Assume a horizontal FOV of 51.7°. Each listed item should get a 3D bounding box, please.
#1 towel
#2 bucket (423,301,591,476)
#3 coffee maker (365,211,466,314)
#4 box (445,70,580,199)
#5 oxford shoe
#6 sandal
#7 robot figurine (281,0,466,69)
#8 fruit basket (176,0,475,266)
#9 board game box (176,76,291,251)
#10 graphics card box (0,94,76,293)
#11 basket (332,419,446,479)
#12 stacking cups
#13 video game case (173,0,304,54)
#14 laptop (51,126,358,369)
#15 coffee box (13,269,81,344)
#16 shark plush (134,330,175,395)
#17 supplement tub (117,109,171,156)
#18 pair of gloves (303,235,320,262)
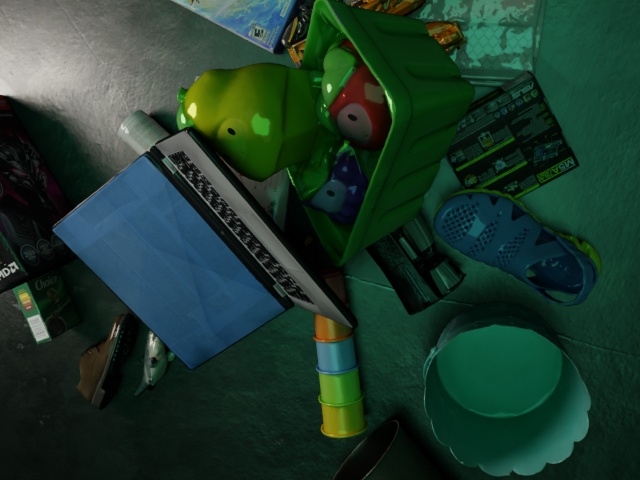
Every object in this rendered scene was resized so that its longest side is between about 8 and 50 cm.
[{"bbox_3d":[0.212,-0.423,1.113,0.331,0.053,0.317,4,103,10],"label":"towel"},{"bbox_3d":[0.318,0.250,1.168,0.281,0.183,0.281,2,102,12],"label":"bucket"},{"bbox_3d":[0.148,0.038,1.205,0.171,0.120,0.178,-31,94,41],"label":"coffee maker"},{"bbox_3d":[0.315,-0.160,1.130,0.190,0.045,0.184,-30,113,16],"label":"box"},{"bbox_3d":[-0.455,0.241,1.376,0.096,0.083,0.227,29,105,9],"label":"oxford shoe"},{"bbox_3d":[0.340,0.015,1.113,0.317,0.138,0.126,22,116,-1],"label":"sandal"},{"bbox_3d":[0.076,-0.325,1.087,0.291,0.085,0.211,-25,101,15],"label":"robot figurine"},{"bbox_3d":[-0.013,-0.155,0.985,0.392,0.392,0.283,-37,60,16],"label":"fruit basket"},{"bbox_3d":[-0.148,-0.132,1.204,0.193,0.053,0.305,8,92,1],"label":"board game box"},{"bbox_3d":[-0.612,-0.100,1.256,0.094,0.233,0.371,-27,95,15],"label":"graphics card box"},{"bbox_3d":[0.163,0.495,1.272,0.227,0.154,0.204,42,103,-3],"label":"basket"},{"bbox_3d":[0.033,0.212,1.276,0.096,0.096,0.316,-4,96,12],"label":"stacking cups"},{"bbox_3d":[-0.127,-0.506,1.160,0.244,0.061,0.269,28,106,6],"label":"video game case"},{"bbox_3d":[-0.210,0.051,1.082,0.236,0.408,0.382,-45,108,-14],"label":"laptop"},{"bbox_3d":[-0.569,0.108,1.354,0.040,0.113,0.184,-19,96,16],"label":"coffee box"},{"bbox_3d":[-0.354,0.261,1.391,0.067,0.073,0.161,37,129,22],"label":"shark plush"},{"bbox_3d":[-0.324,-0.189,1.262,0.107,0.071,0.071,43,106,0],"label":"supplement tub"},{"bbox_3d":[0.000,0.000,1.240,0.010,0.074,0.083,31,111,-36],"label":"pair of gloves"}]
